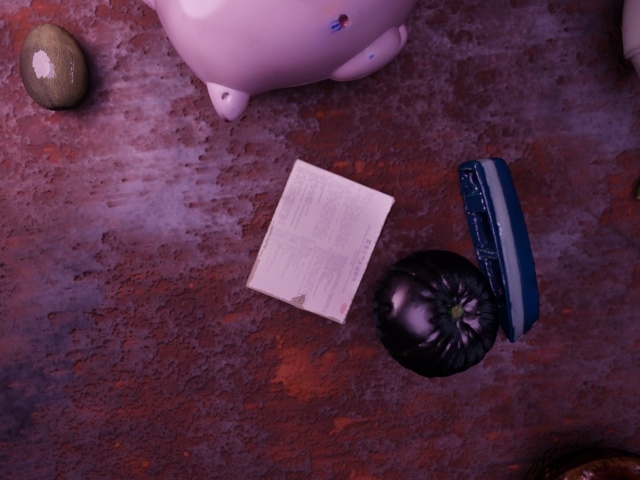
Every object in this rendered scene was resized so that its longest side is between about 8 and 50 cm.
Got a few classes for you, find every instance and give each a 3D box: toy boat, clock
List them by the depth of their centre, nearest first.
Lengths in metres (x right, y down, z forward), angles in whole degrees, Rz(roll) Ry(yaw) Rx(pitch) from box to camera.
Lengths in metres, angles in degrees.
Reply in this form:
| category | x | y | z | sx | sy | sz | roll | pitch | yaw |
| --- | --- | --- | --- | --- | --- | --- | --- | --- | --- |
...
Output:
| category | x | y | z | sx | sy | sz | roll | pitch | yaw |
| --- | --- | --- | --- | --- | --- | --- | --- | --- | --- |
| clock | -0.052 | -0.375 | 0.919 | 0.377 | 0.250 | 0.368 | -34 | 93 | 0 |
| toy boat | 0.287 | 0.015 | 1.032 | 0.062 | 0.096 | 0.299 | -16 | 96 | -9 |

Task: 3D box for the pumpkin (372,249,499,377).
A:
| category | x | y | z | sx | sy | sz | roll | pitch | yaw |
| --- | --- | --- | --- | --- | --- | --- | --- | --- | --- |
| pumpkin | 0.177 | 0.111 | 1.010 | 0.202 | 0.140 | 0.201 | 3 | 82 | -21 |

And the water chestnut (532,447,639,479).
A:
| category | x | y | z | sx | sy | sz | roll | pitch | yaw |
| --- | --- | --- | --- | --- | --- | --- | --- | --- | --- |
| water chestnut | 0.451 | 0.459 | 0.972 | 0.300 | 0.300 | 0.299 | 0 | 93 | -1 |

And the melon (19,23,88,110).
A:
| category | x | y | z | sx | sy | sz | roll | pitch | yaw |
| --- | --- | --- | --- | --- | --- | --- | --- | --- | --- |
| melon | -0.404 | -0.262 | 0.994 | 0.098 | 0.098 | 0.130 | -5 | 96 | -1 |

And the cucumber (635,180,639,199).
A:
| category | x | y | z | sx | sy | sz | roll | pitch | yaw |
| --- | --- | --- | --- | --- | --- | --- | --- | --- | --- |
| cucumber | 0.587 | -0.143 | 1.050 | 0.058 | 0.052 | 0.214 | 42 | 92 | 17 |

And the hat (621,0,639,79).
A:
| category | x | y | z | sx | sy | sz | roll | pitch | yaw |
| --- | --- | --- | --- | --- | --- | --- | --- | --- | --- |
| hat | 0.498 | -0.380 | 0.921 | 0.257 | 0.168 | 0.301 | -53 | 130 | -22 |

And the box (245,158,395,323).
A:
| category | x | y | z | sx | sy | sz | roll | pitch | yaw |
| --- | --- | --- | --- | --- | --- | --- | --- | --- | --- |
| box | 0.000 | 0.000 | 1.021 | 0.168 | 0.095 | 0.211 | 22 | 93 | -1 |
